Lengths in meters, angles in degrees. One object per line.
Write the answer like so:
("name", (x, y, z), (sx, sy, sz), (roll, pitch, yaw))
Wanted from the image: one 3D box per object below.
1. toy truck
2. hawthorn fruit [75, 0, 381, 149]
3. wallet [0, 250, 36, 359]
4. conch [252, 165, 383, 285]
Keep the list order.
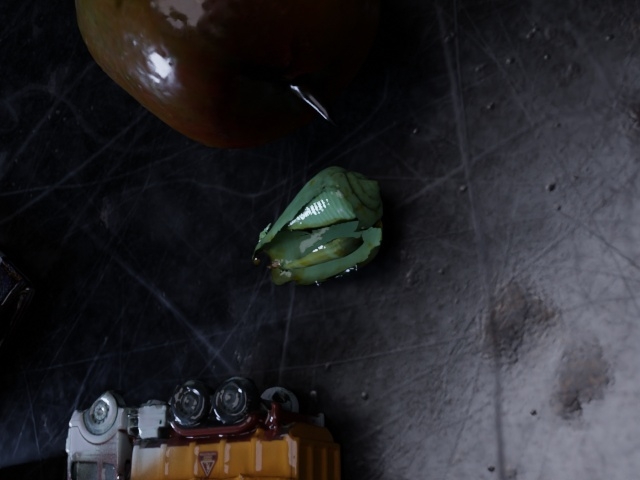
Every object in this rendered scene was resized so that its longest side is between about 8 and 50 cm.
("toy truck", (-0.118, 0.210, 0.788), (0.271, 0.114, 0.135), (-10, 68, 26))
("hawthorn fruit", (-0.069, -0.216, 0.776), (0.301, 0.268, 0.267), (44, 101, 22))
("wallet", (-0.494, 0.113, 1.065), (0.221, 0.071, 0.262), (34, 93, 37))
("conch", (0.000, 0.000, 0.794), (0.170, 0.079, 0.105), (-39, 55, 35))
